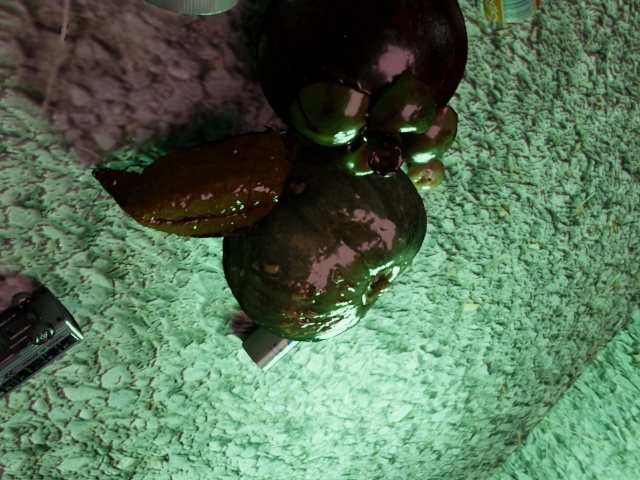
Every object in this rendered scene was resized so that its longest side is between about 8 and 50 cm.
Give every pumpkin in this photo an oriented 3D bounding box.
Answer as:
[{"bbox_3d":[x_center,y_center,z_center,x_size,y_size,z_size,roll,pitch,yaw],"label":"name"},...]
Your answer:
[{"bbox_3d":[0.000,0.000,1.274,0.328,0.257,0.291,-42,159,-18],"label":"pumpkin"}]

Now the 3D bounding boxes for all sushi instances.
[{"bbox_3d":[-0.162,-0.078,1.141,0.287,0.140,0.149,-14,150,3],"label":"sushi"}]

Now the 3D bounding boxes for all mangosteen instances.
[{"bbox_3d":[0.062,-0.242,1.072,0.300,0.300,0.300,-23,139,-22],"label":"mangosteen"}]

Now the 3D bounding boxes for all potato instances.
[{"bbox_3d":[0.201,-0.126,1.499,0.068,0.062,0.083,-48,166,32],"label":"potato"}]

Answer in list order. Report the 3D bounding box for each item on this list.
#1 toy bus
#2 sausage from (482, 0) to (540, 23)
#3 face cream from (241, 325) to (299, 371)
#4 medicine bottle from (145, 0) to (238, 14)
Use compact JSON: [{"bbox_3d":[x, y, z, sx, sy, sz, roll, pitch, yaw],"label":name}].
[{"bbox_3d":[-0.448,0.159,1.184,0.178,0.087,0.098,-37,148,-10],"label":"toy bus"},{"bbox_3d":[0.272,-0.473,1.193,0.093,0.093,0.312,-36,142,-8],"label":"sausage"},{"bbox_3d":[-0.035,0.140,1.529,0.250,0.077,0.077,-43,142,2],"label":"face cream"},{"bbox_3d":[-0.141,-0.380,0.884,0.139,0.139,0.225,-16,136,-30],"label":"medicine bottle"}]
